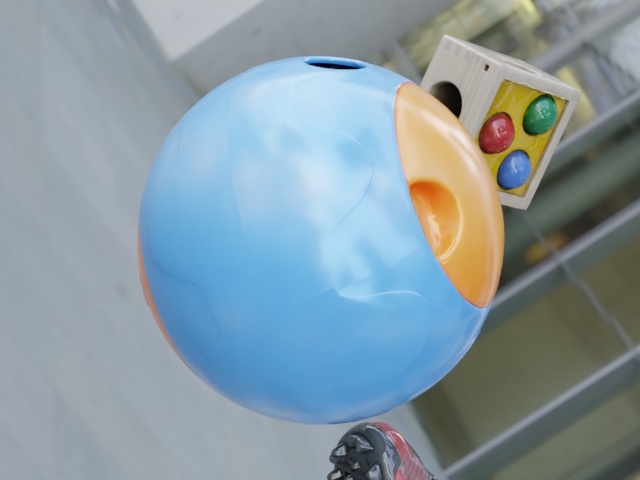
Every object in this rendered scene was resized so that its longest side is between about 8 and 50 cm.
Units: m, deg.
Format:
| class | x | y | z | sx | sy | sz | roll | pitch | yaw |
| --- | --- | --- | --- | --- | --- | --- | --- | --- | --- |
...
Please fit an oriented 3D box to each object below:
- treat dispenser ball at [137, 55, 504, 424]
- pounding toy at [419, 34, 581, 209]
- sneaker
| class | x | y | z | sx | sy | sz | roll | pitch | yaw |
| --- | --- | --- | --- | --- | --- | --- | --- | --- | --- |
| treat dispenser ball | 0.000 | 0.000 | 1.279 | 0.288 | 0.288 | 0.288 | 56 | 3 | -5 |
| pounding toy | 0.125 | -0.077 | 1.528 | 0.181 | 0.206 | 0.094 | 11 | 18 | -45 |
| sneaker | 0.095 | 0.253 | 1.466 | 0.098 | 0.135 | 0.276 | 29 | -33 | 50 |
